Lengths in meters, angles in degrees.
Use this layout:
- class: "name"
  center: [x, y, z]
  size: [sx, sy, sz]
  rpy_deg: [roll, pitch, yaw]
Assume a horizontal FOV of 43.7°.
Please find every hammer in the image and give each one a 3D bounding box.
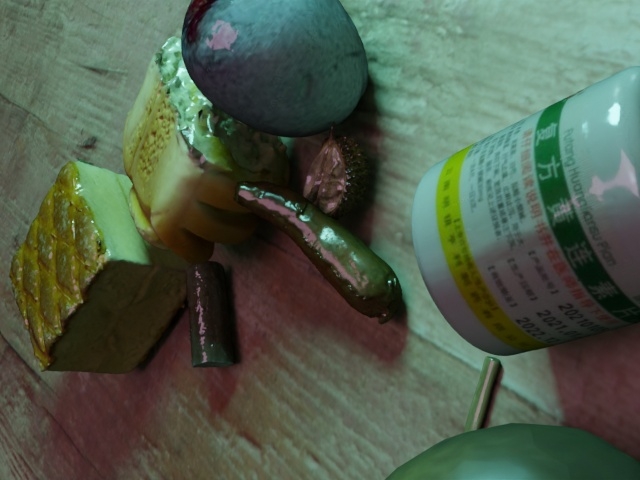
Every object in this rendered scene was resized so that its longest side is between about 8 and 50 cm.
- class: "hammer"
  center: [0.163, 0.224, 0.895]
  size: [0.062, 0.013, 0.199]
  rpy_deg: [19, 95, 48]

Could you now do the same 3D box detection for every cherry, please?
- class: "cherry"
  center: [-0.064, -0.261, 1.055]
  size: [0.218, 0.296, 0.255]
  rpy_deg: [-47, 29, 13]

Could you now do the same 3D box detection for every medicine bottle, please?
- class: "medicine bottle"
  center: [0.267, -0.035, 0.696]
  size: [0.339, 0.208, 0.208]
  rpy_deg: [-26, 62, 42]

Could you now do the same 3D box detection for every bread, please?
- class: "bread"
  center: [-0.382, 0.055, 1.395]
  size: [0.279, 0.207, 0.279]
  rpy_deg: [-56, 47, 22]
- class: "bread"
  center: [-0.177, -0.116, 1.220]
  size: [0.270, 0.211, 0.316]
  rpy_deg: [-58, 40, 34]

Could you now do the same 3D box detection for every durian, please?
- class: "durian"
  center: [0.028, -0.091, 1.075]
  size: [0.110, 0.071, 0.140]
  rpy_deg: [33, 122, 49]

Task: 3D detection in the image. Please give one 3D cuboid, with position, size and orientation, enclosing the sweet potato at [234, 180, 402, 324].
- class: "sweet potato"
  center: [0.000, 0.000, 1.028]
  size: [0.273, 0.075, 0.075]
  rpy_deg: [41, 114, 17]

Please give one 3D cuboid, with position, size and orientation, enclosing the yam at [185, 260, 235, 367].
- class: "yam"
  center: [-0.176, 0.120, 1.255]
  size: [0.068, 0.068, 0.169]
  rpy_deg: [-30, 59, 40]

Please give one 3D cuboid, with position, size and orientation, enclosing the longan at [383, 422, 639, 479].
- class: "longan"
  center: [0.163, 0.345, 0.627]
  size: [0.336, 0.404, 0.405]
  rpy_deg: [0, 77, 4]
